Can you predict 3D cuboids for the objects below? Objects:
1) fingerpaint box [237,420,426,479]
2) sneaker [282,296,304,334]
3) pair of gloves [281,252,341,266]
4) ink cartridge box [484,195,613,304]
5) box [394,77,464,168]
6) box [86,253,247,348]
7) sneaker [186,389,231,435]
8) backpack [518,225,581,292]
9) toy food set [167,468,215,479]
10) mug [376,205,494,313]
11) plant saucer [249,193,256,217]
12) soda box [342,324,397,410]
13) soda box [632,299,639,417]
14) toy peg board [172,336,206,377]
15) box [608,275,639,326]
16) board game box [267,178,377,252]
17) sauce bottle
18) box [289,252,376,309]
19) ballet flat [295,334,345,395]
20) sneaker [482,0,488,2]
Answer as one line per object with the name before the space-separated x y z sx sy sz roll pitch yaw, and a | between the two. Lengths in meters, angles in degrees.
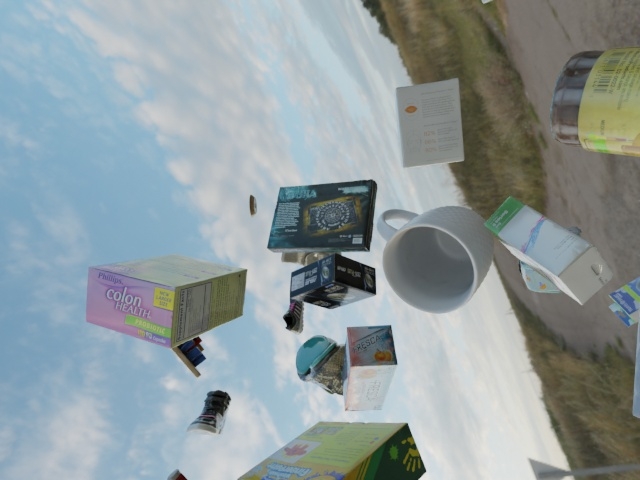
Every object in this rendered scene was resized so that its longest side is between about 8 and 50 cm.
fingerpaint box | 0.024 0.714 1.231 0.371 0.445 0.163 -15 -99 -43
sneaker | -0.109 0.282 1.596 0.075 0.063 0.170 21 -125 -40
pair of gloves | 0.000 0.000 1.327 0.204 0.240 0.042 17 -158 -23
ink cartridge box | 0.478 0.017 0.863 0.154 0.093 0.212 32 -167 -36
box | 0.236 -0.252 0.894 0.091 0.130 0.170 -58 -39 -75
box | -0.312 0.113 0.865 0.243 0.214 0.117 -10 -72 -69
sneaker | -0.376 0.582 1.387 0.295 0.105 0.146 98 180 -66
backpack | 0.584 0.050 1.017 0.188 0.166 0.144 -47 -58 -56
toy food set | -0.256 0.478 0.721 0.104 0.232 0.111 54 -154 -2
mug | 0.349 0.007 1.273 0.374 0.276 0.328 31 -145 23
plant saucer | -0.241 -0.125 1.465 0.083 0.015 0.083 -3 -90 -89
soda box | 0.066 0.189 0.589 0.183 0.063 0.058 90 177 -51
soda box | 0.664 0.201 0.754 0.098 0.091 0.285 64 -147 -84
toy peg board | -0.376 0.266 1.127 0.161 0.079 0.161 31 151 45
box | 0.918 0.155 1.154 0.042 0.178 0.109 43 -158 -13
board game box | 0.002 -0.041 0.711 0.026 0.186 0.126 43 -128 -56
sauce bottle | 0.392 -0.114 0.349 0.344 0.111 0.111 28 163 49
box | 0.030 0.112 1.063 0.148 0.180 0.077 22 -123 -35
ballet flat | 0.031 0.393 1.224 0.182 0.164 0.483 47 165 2
sneaker | 0.503 -0.738 1.134 0.084 0.058 0.152 63 161 -9
